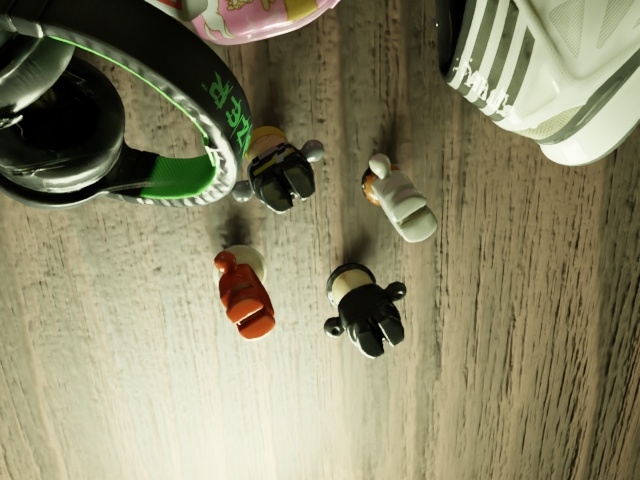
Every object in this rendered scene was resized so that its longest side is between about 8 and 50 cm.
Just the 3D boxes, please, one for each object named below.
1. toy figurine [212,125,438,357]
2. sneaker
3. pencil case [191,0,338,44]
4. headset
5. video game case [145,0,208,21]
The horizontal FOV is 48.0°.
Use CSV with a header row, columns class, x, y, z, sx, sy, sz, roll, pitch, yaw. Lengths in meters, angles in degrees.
class,x,y,z,sx,sy,sz,roll,pitch,yaw
toy figurine,0.000,0.000,0.746,0.213,0.148,0.210,9,109,-15
sneaker,0.266,-0.297,0.632,0.257,0.169,0.448,22,112,-25
pencil case,-0.093,-0.348,0.528,0.167,0.160,0.386,-30,120,-9
headset,-0.256,-0.101,0.574,0.394,0.185,0.243,13,155,12
video game case,-0.195,-0.282,0.462,0.285,0.025,0.204,26,141,15
